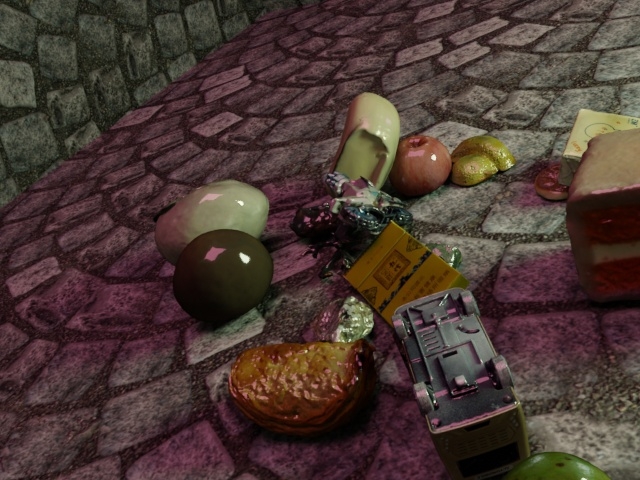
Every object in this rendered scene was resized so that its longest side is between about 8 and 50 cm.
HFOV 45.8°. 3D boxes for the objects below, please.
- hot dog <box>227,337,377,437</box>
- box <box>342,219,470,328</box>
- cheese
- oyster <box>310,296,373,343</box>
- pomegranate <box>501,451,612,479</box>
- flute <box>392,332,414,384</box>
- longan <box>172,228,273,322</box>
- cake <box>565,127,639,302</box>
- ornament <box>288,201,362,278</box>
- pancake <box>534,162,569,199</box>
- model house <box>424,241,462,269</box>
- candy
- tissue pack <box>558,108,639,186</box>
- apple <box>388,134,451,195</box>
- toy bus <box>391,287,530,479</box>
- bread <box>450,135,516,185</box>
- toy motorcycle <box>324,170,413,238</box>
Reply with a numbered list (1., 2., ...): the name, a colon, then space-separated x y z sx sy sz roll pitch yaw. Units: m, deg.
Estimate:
1. hot dog: -0.028 0.241 1.270 0.258 0.114 0.175 -8 36 25
2. box: 0.155 0.074 1.438 0.153 0.041 0.279 -50 31 3
3. cheese: 0.100 -0.210 1.795 0.127 0.266 0.233 18 25 -6
4. oyster: 0.039 0.152 1.416 0.125 0.064 0.177 -37 20 -15
5. pomegranate: 0.252 0.349 0.850 0.225 0.187 0.187 -45 27 11
6. flute: 0.157 0.231 1.255 0.014 0.014 0.269 -22 29 1
7. longan: -0.207 0.073 1.593 0.220 0.197 0.196 -25 29 0
8. cake: 0.563 -0.046 1.216 0.308 0.237 0.230 -7 29 30
9. ornament: 0.000 0.000 1.682 0.202 0.080 0.236 -6 33 20
10. pancake: 0.517 -0.127 1.593 0.139 0.022 0.139 -17 30 10
11. model house: 0.226 0.053 1.472 0.078 0.066 0.083 8 58 27
12. candy: -0.247 -0.027 1.770 0.295 0.185 0.295 -21 -6 -2
13. tissue pack: 0.576 -0.181 1.541 0.148 0.092 0.196 14 41 19
14. apple: 0.231 -0.180 1.780 0.153 0.120 0.153 -17 29 10
15. toy bus: 0.204 0.204 1.124 0.139 0.157 0.290 -20 30 3
16. bread: 0.356 -0.194 1.781 0.149 0.065 0.187 -35 33 -11
17. toy motorcycle: 0.073 -0.084 1.619 0.204 0.239 0.108 35 95 24
